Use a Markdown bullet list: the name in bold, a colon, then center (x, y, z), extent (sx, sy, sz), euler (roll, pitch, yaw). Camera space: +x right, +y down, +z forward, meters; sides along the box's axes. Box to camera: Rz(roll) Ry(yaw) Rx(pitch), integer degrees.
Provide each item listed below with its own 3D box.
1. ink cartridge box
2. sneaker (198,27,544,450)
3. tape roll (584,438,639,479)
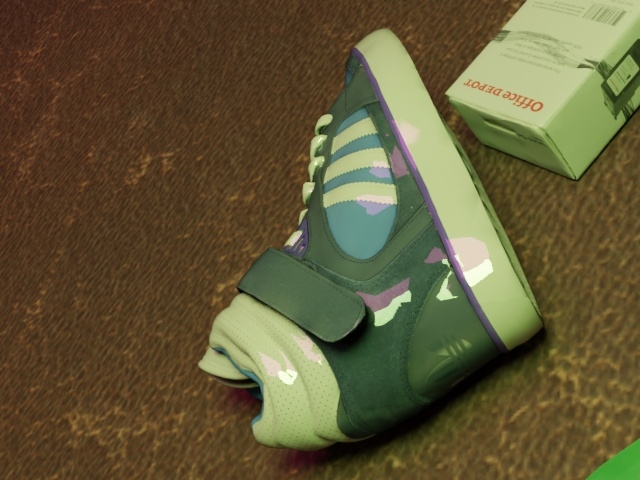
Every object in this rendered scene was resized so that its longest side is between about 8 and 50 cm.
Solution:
- **ink cartridge box**: center (0.183, -0.128, 0.926), extent (0.150, 0.063, 0.109), euler (-49, 38, -9)
- **sneaker**: center (0.000, 0.001, 0.901), extent (0.236, 0.130, 0.323), euler (-29, 44, 9)
- **tape roll**: center (0.218, 0.210, 0.483), extent (0.321, 0.077, 0.321), euler (-12, 54, 17)
